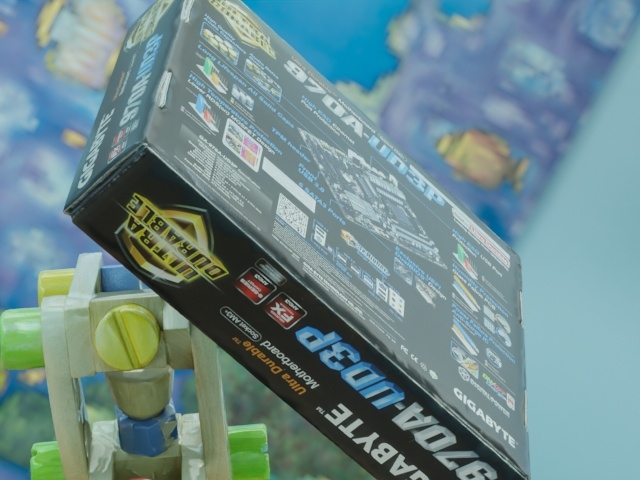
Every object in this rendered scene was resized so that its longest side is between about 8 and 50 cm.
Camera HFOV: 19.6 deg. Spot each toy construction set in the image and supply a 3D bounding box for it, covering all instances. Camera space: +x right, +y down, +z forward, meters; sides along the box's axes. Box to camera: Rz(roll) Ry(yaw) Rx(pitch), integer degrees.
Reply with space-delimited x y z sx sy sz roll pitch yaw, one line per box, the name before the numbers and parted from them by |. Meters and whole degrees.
toy construction set | -0.090 0.124 0.814 0.151 0.215 0.327 3 26 10

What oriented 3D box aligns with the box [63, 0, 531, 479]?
box | 0.000 0.000 0.799 0.220 0.051 0.175 41 26 -20
